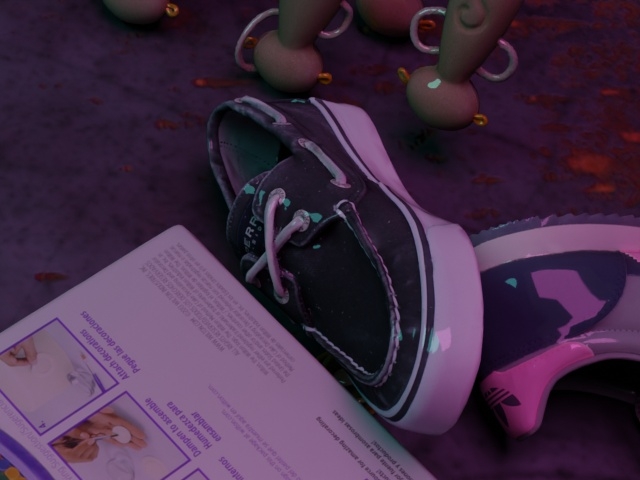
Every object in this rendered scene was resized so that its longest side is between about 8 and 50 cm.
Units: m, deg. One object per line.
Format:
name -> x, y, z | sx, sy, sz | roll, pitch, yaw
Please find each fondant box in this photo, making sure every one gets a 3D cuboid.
fondant box -> -0.120, 0.169, 0.857 | 0.330, 0.096, 0.238 | -33, 67, -32

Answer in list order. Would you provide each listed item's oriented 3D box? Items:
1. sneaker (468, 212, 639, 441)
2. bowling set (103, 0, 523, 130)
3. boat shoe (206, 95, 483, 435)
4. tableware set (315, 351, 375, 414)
sneaker -> 0.236, 0.058, 1.031 | 0.319, 0.112, 0.131 | -1, 71, -11
bowling set -> 0.018, -0.190, 1.149 | 0.287, 0.154, 0.200 | 28, 34, 10
boat shoe -> 0.000, 0.000, 0.947 | 0.102, 0.108, 0.301 | 10, 28, -22
tableware set -> 0.027, 0.046, 1.027 | 0.154, 0.024, 0.104 | -29, 65, -29
